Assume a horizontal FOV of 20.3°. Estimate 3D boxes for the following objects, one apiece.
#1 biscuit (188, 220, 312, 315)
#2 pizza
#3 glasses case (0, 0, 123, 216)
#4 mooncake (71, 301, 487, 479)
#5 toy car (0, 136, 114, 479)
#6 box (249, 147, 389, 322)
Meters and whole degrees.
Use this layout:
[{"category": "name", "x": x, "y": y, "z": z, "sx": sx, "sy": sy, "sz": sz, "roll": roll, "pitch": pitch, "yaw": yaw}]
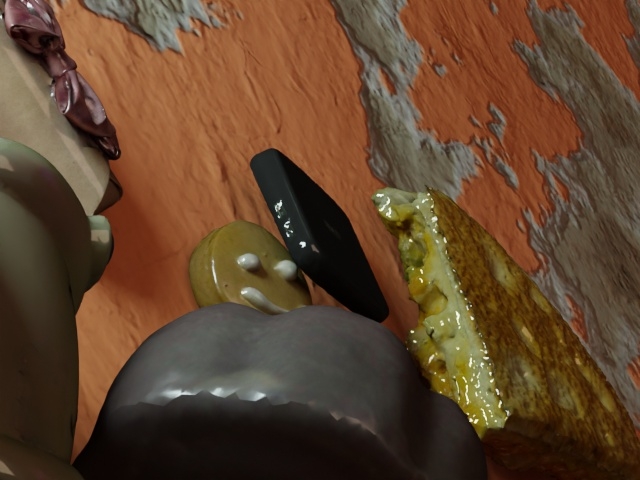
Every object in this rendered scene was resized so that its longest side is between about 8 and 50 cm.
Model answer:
[{"category": "biscuit", "x": -0.020, "y": 0.117, "z": 1.265, "sx": 0.197, "sy": 0.049, "sz": 0.301, "roll": 18, "pitch": 47, "yaw": -50}, {"category": "pizza", "x": 0.166, "y": 0.093, "z": 1.516, "sx": 0.268, "sy": 0.087, "sz": 0.257, "roll": 26, "pitch": 39, "yaw": -43}, {"category": "glasses case", "x": -0.183, "y": -0.107, "z": 1.208, "sx": 0.193, "sy": 0.070, "sz": 0.102, "roll": 58, "pitch": 29, "yaw": -1}, {"category": "mooncake", "x": -0.026, "y": 0.148, "z": 1.048, "sx": 0.245, "sy": 0.245, "sz": 0.133, "roll": 48, "pitch": 30, "yaw": -17}, {"category": "toy car", "x": -0.230, "y": 0.015, "z": 0.877, "sx": 0.336, "sy": 0.226, "sz": 0.242, "roll": 29, "pitch": 41, "yaw": -37}, {"category": "box", "x": 0.000, "y": 0.000, "z": 1.378, "sx": 0.126, "sy": 0.027, "sz": 0.125, "roll": 41, "pitch": 19, "yaw": -47}]
